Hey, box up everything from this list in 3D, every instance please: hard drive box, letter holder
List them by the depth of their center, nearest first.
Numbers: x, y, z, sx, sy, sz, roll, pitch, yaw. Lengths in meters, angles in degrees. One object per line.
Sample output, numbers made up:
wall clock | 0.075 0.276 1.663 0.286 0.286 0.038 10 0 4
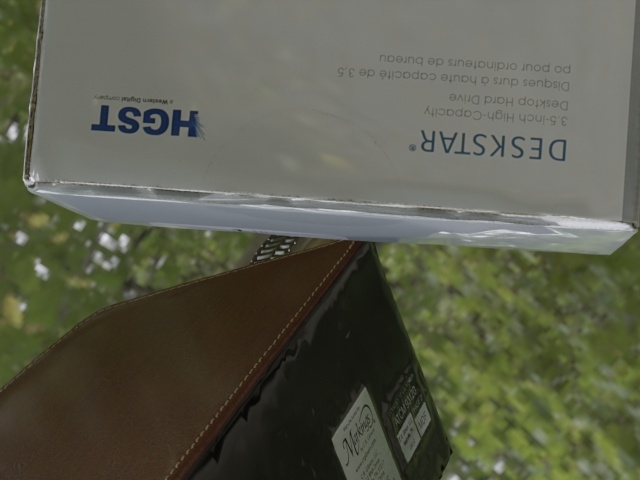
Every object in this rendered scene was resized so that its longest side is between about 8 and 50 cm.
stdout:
hard drive box | 0.014 -0.118 0.469 0.181 0.232 0.089 5 175 6
letter holder | -0.085 0.142 0.778 0.152 0.214 0.302 69 -154 -15

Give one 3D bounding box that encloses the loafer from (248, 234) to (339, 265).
loafer | 0.000 0.000 1.104 0.050 0.056 0.148 50 -117 -21
